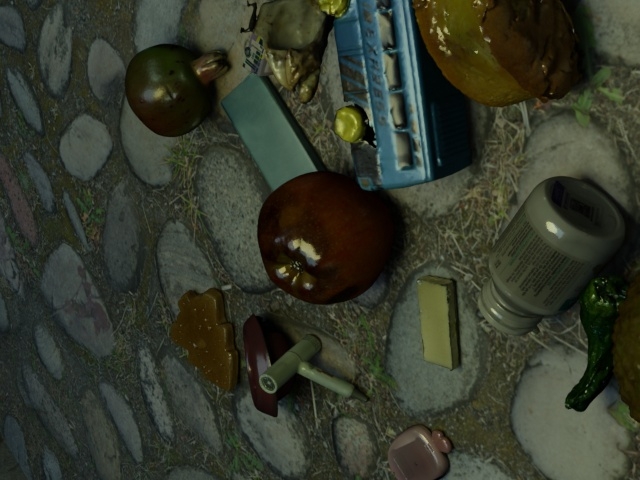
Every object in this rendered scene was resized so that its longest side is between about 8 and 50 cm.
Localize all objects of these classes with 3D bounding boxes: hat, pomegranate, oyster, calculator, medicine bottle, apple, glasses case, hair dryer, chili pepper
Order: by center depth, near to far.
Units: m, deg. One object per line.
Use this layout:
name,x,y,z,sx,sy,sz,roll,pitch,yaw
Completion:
chili pepper,0.363,0.109,1.198,0.065,0.122,0.279,13,142,21
medicine bottle,0.302,0.030,1.251,0.135,0.135,0.215,49,135,24
oyster,-0.032,-0.372,1.396,0.133,0.337,0.198,2,149,13
apple,0.000,0.000,1.510,0.230,0.230,0.230,20,119,43
calculator,0.172,0.378,1.612,0.103,0.024,0.166,57,138,16
glasses case,-0.072,-0.174,1.668,0.105,0.056,0.266,-38,74,23
hair dryer,0.002,0.262,1.683,0.183,0.155,0.044,33,130,18
pomegranate,-0.267,-0.298,1.759,0.209,0.180,0.180,-22,87,13
hat,-0.095,0.241,1.795,0.205,0.089,0.205,171,90,-80

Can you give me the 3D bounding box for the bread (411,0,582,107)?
bread,0.214,-0.275,1.181,0.160,0.147,0.260,-9,120,49

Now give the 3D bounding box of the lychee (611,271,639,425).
lychee,0.455,0.121,1.026,0.270,0.270,0.320,38,170,33

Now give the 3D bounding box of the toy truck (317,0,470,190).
toy truck,0.111,-0.272,1.345,0.162,0.161,0.385,-1,103,36

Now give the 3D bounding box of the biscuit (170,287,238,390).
biscuit,-0.240,0.218,2.001,0.212,0.041,0.239,-41,73,41

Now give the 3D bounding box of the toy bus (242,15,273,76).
toy bus,-0.095,-0.340,1.620,0.058,0.052,0.102,43,130,30

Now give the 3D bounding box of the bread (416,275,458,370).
bread,0.192,0.133,1.496,0.068,0.028,0.154,10,112,46
